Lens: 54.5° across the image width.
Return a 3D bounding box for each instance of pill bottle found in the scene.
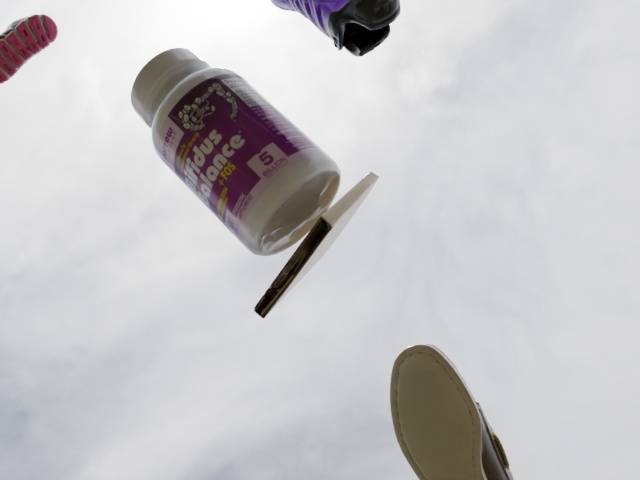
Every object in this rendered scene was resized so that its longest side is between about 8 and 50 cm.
[{"bbox_3d":[-0.128,-0.134,0.875,0.301,0.169,0.169,44,-85,18],"label":"pill bottle"}]

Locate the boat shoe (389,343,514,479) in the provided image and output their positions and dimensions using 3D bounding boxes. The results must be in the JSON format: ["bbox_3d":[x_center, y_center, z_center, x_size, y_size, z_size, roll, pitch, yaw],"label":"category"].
[{"bbox_3d":[0.187,0.283,0.827,0.116,0.096,0.324,-24,-92,26],"label":"boat shoe"}]

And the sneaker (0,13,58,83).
[{"bbox_3d":[-0.485,-0.297,0.972,0.170,0.075,0.063,-35,-61,-1],"label":"sneaker"}]

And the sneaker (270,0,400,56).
[{"bbox_3d":[0.015,-0.299,0.788,0.102,0.293,0.146,-37,-69,-5],"label":"sneaker"}]

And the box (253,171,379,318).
[{"bbox_3d":[0.000,0.000,0.812,0.021,0.201,0.164,39,-60,4],"label":"box"}]
